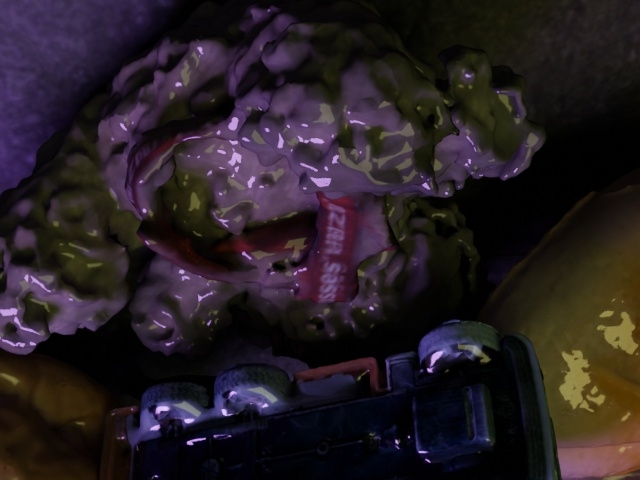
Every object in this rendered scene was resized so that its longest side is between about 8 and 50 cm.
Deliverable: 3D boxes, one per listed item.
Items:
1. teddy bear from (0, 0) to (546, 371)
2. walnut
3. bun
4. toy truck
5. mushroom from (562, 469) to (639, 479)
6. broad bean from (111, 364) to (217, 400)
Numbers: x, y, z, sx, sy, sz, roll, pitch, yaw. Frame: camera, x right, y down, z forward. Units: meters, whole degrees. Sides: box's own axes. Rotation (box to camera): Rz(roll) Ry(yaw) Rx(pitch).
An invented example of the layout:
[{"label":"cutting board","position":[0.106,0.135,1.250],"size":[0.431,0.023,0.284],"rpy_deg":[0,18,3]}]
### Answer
[{"label":"teddy bear","position":[0.000,0.000,0.794],"size":[0.357,0.224,0.367],"rpy_deg":[-26,133,28]},{"label":"walnut","position":[-0.242,0.188,0.837],"size":[0.257,0.224,0.257],"rpy_deg":[-13,120,-24]},{"label":"bun","position":[0.257,0.078,0.895],"size":[0.299,0.165,0.299],"rpy_deg":[-33,149,-22]},{"label":"toy truck","position":[0.014,0.168,0.784],"size":[0.306,0.136,0.162],"rpy_deg":[-13,144,16]},{"label":"mushroom","position":[0.274,0.272,1.068],"size":[0.207,0.215,0.207],"rpy_deg":[-4,120,-7]},{"label":"broad bean","position":[-0.010,0.123,0.920],"size":[0.292,0.144,0.049],"rpy_deg":[4,94,-20]}]
